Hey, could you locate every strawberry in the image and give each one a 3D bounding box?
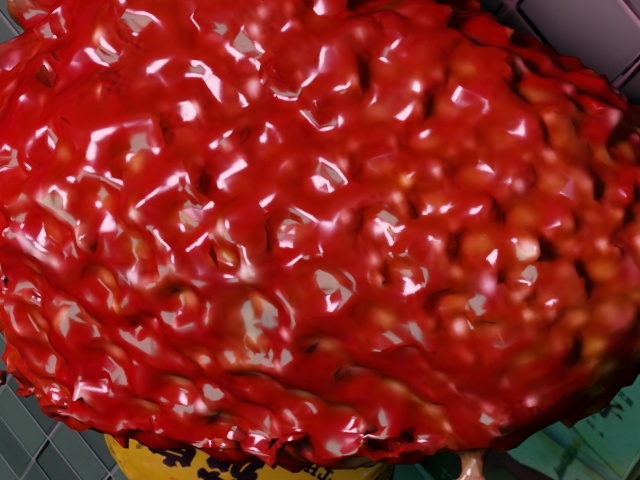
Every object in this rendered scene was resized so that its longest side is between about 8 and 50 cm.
[{"bbox_3d":[-0.001,0.002,0.915,0.343,0.292,0.292,32,143,36],"label":"strawberry"}]

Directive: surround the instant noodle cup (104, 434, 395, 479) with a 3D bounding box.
[{"bbox_3d":[-0.031,0.125,1.194,0.182,0.182,0.144,37,155,28],"label":"instant noodle cup"}]

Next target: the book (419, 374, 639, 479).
[{"bbox_3d":[0.106,0.069,1.120,0.201,0.026,0.289,46,149,20],"label":"book"}]
